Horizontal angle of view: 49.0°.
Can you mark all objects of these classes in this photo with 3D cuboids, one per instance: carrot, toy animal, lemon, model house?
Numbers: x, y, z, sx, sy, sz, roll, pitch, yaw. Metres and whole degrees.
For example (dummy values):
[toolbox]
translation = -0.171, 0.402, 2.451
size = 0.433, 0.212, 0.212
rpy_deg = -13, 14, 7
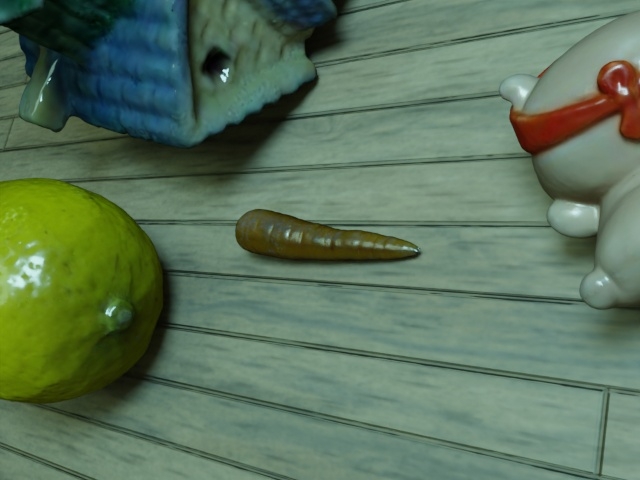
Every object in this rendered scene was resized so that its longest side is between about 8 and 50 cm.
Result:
[carrot]
translation = 0.000, 0.000, 0.686
size = 0.216, 0.048, 0.048
rpy_deg = 8, 78, 35
[toy animal]
translation = 0.219, -0.062, 0.472
size = 0.171, 0.171, 0.197
rpy_deg = -28, 66, 27
[lemon]
translation = -0.311, 0.052, 0.770
size = 0.320, 0.245, 0.245
rpy_deg = 11, 80, 39
[model house]
translation = -0.209, -0.299, 0.700
size = 0.395, 0.445, 0.399
rpy_deg = 25, 87, 39
